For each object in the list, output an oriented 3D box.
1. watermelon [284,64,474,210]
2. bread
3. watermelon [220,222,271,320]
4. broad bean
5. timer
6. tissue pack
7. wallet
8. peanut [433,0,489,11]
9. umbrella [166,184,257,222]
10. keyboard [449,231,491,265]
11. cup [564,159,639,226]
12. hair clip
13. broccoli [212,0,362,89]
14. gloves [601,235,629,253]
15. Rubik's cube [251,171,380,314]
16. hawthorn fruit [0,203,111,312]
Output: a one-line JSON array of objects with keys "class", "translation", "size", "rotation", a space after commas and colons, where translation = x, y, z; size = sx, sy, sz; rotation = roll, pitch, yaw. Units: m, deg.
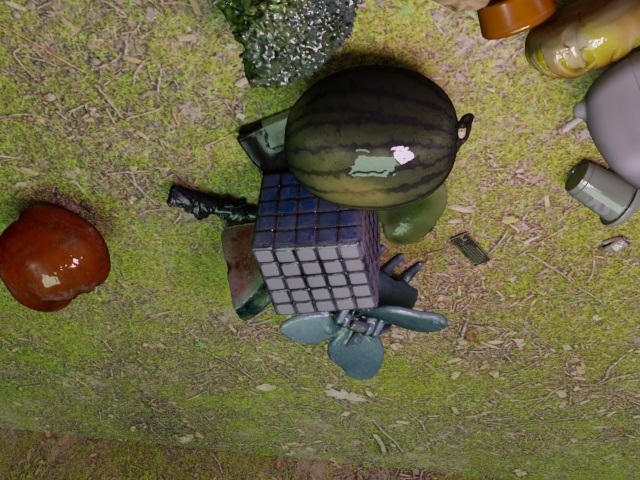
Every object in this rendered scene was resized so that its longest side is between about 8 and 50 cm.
[{"class": "watermelon", "translation": [0.110, -0.195, 1.540], "size": [0.360, 0.278, 0.279], "rotation": [2, 144, 11]}, {"class": "bread", "translation": [0.449, -0.344, 1.344], "size": [0.213, 0.213, 0.104], "rotation": [-19, 117, 31]}, {"class": "watermelon", "translation": [-0.178, 0.064, 2.000], "size": [0.201, 0.261, 0.213], "rotation": [27, 163, 13]}, {"class": "broad bean", "translation": [0.207, -0.081, 1.831], "size": [0.169, 0.100, 0.228], "rotation": [-8, 140, 10]}, {"class": "timer", "translation": [0.308, -0.432, 1.338], "size": [0.132, 0.132, 0.152], "rotation": [-15, 115, 28]}, {"class": "tissue pack", "translation": [0.600, -0.204, 1.407], "size": [0.236, 0.229, 0.333], "rotation": [-24, 165, 28]}, {"class": "wallet", "translation": [-0.028, -0.177, 1.768], "size": [0.221, 0.071, 0.262], "rotation": [-15, 132, 29]}, {"class": "peanut", "translation": [0.167, -0.491, 1.223], "size": [0.140, 0.153, 0.325], "rotation": [-11, 134, 40]}, {"class": "umbrella", "translation": [-0.260, -0.078, 1.943], "size": [0.224, 0.071, 0.080], "rotation": [11, 179, -15]}, {"class": "keyboard", "translation": [0.376, 0.023, 2.006], "size": [0.049, 0.015, 0.129], "rotation": [-20, 136, 32]}, {"class": "cup", "translation": [0.605, -0.108, 1.717], "size": [0.141, 0.120, 0.120], "rotation": [32, 139, -11]}, {"class": "hair clip", "translation": [0.095, 0.142, 2.031], "size": [0.318, 0.238, 0.392], "rotation": [22, 141, -18]}, {"class": "broccoli", "translation": [-0.057, -0.418, 1.334], "size": [0.249, 0.301, 0.375], "rotation": [-23, 167, 5]}, {"class": "gloves", "translation": [0.706, 0.009, 1.918], "size": [0.044, 0.037, 0.081], "rotation": [52, 142, 2]}, {"class": "Rubik's cube", "translation": [0.000, 0.000, 1.738], "size": [0.237, 0.237, 0.238], "rotation": [-5, 138, 13]}, {"class": "hawthorn fruit", "translation": [-0.679, 0.049, 2.026], "size": [0.284, 0.284, 0.284], "rotation": [5, 144, 4]}]
